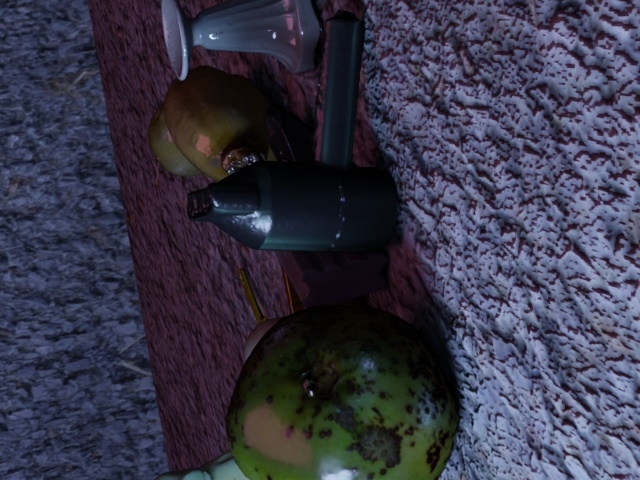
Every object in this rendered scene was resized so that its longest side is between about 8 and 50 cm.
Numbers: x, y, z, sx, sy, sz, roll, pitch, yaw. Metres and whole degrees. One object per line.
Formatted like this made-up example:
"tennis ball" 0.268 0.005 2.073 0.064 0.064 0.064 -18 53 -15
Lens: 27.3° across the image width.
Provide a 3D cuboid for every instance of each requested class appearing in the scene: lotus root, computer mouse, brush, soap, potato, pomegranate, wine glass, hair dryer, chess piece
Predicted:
"lotus root" -0.148 -0.169 2.070 0.151 0.169 0.342 -67 27 21
"computer mouse" -0.027 -0.122 1.917 0.172 0.057 0.099 66 162 1
"brush" -0.120 0.137 2.486 0.082 0.010 0.218 95 158 -47
"soap" 0.000 0.000 1.783 0.203 0.122 0.065 -120 23 -51
"potato" -0.239 -0.197 2.454 0.194 0.157 0.157 0 101 60
"pomegranate" 0.046 0.235 1.620 0.340 0.285 0.285 56 -172 -53
"wine glass" -0.112 -0.302 1.824 0.165 0.196 0.165 171 90 -73
"hair dryer" -0.029 -0.136 1.620 0.116 0.244 0.302 -162 77 -65
"chess piece" -0.156 0.413 2.290 0.176 0.298 0.176 169 90 -76

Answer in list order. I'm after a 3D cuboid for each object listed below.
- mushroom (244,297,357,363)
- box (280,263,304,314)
"mushroom" 0.009 0.160 1.819 0.206 0.209 0.206 35 149 26
"box" -0.009 0.064 1.917 0.023 0.087 0.155 -169 68 -76
